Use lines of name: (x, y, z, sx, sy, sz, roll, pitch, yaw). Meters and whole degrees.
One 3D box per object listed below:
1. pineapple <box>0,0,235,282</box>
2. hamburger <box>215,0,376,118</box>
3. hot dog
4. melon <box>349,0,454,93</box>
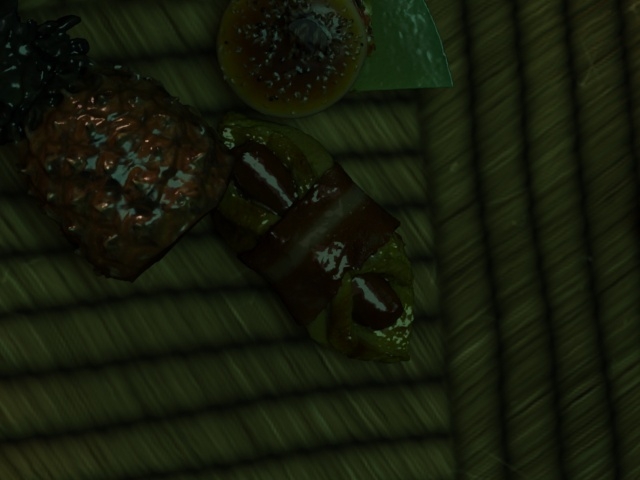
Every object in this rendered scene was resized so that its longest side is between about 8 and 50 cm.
pineapple: (-0.202, -0.102, 1.592, 0.158, 0.158, 0.278, -44, 89, -11)
hamburger: (-0.020, -0.169, 1.648, 0.141, 0.081, 0.126, -36, 96, 4)
hot dog: (0.000, 0.003, 1.665, 0.261, 0.093, 0.123, 45, 79, -12)
melon: (0.015, -0.224, 1.701, 0.114, 0.053, 0.261, -32, 97, 7)
